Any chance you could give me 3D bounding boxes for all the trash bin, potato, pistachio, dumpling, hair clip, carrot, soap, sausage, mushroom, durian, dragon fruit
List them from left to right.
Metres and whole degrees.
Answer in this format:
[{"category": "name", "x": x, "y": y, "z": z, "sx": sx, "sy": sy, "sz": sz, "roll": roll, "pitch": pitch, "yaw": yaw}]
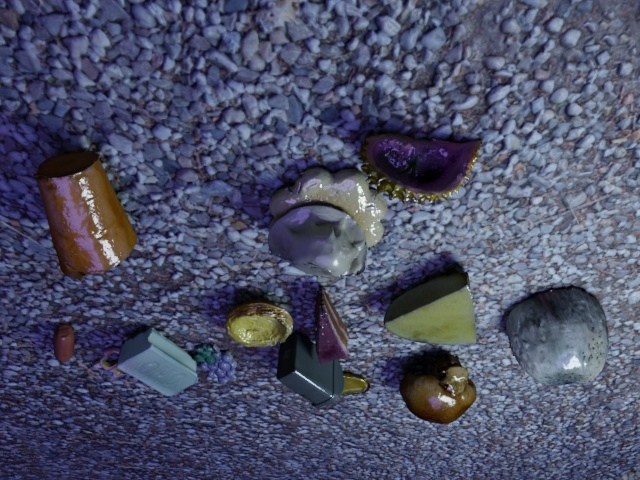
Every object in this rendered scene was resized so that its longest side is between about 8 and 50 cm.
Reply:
[{"category": "sausage", "x": -0.815, "y": 0.329, "z": 1.635, "sx": 0.062, "sy": 0.062, "sz": 0.154, "roll": 14, "pitch": 133, "yaw": -14}, {"category": "carrot", "x": -0.551, "y": -0.066, "z": 1.173, "sx": 0.196, "sy": 0.196, "sz": 0.254, "roll": -5, "pitch": 128, "yaw": 5}, {"category": "soap", "x": -0.521, "y": 0.403, "z": 1.669, "sx": 0.150, "sy": 0.094, "sz": 0.261, "roll": -25, "pitch": 133, "yaw": 15}, {"category": "hair clip", "x": -0.347, "y": 0.407, "z": 1.735, "sx": 0.124, "sy": 0.052, "sz": 0.195, "roll": -31, "pitch": 120, "yaw": 14}, {"category": "trash bin", "x": -0.028, "y": 0.422, "z": 1.655, "sx": 0.101, "sy": 0.177, "sz": 0.236, "roll": -31, "pitch": 124, "yaw": 28}, {"category": "dumpling", "x": 0.000, "y": 0.000, "z": 1.218, "sx": 0.247, "sy": 0.142, "sz": 0.172, "roll": 13, "pitch": 98, "yaw": -5}, {"category": "pistachio", "x": 0.090, "y": 0.507, "z": 1.824, "sx": 0.173, "sy": 0.049, "sz": 0.089, "roll": 13, "pitch": 109, "yaw": -10}, {"category": "durian", "x": 0.205, "y": -0.141, "z": 1.123, "sx": 0.260, "sy": 0.186, "sz": 0.154, "roll": 13, "pitch": 128, "yaw": 5}, {"category": "potato", "x": 0.307, "y": 0.191, "z": 1.476, "sx": 0.255, "sy": 0.112, "sz": 0.269, "roll": -9, "pitch": 131, "yaw": 14}, {"category": "mushroom", "x": 0.396, "y": 0.503, "z": 1.722, "sx": 0.263, "sy": 0.195, "sz": 0.283, "roll": 9, "pitch": 134, "yaw": -1}, {"category": "dragon fruit", "x": 0.701, "y": 0.286, "z": 1.498, "sx": 0.283, "sy": 0.221, "sz": 0.204, "roll": -10, "pitch": 140, "yaw": 13}]

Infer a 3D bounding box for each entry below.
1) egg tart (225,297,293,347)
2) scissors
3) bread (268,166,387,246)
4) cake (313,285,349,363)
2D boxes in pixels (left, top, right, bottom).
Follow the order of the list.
[{"category": "egg tart", "x": -0.181, "y": 0.240, "z": 1.532, "sx": 0.212, "sy": 0.090, "sz": 0.212, "roll": 2, "pitch": 135, "yaw": 2}, {"category": "scissors", "x": -0.614, "y": 0.381, "z": 1.715, "sx": 0.317, "sy": 0.024, "sz": 0.160, "roll": -28, "pitch": 128, "yaw": 22}, {"category": "bread", "x": 0.016, "y": -0.050, "z": 1.276, "sx": 0.316, "sy": 0.054, "sz": 0.316, "roll": -2, "pitch": 135, "yaw": -2}, {"category": "cake", "x": 0.028, "y": 0.255, "z": 1.535, "sx": 0.112, "sy": 0.116, "sz": 0.295, "roll": -7, "pitch": 137, "yaw": 1}]
